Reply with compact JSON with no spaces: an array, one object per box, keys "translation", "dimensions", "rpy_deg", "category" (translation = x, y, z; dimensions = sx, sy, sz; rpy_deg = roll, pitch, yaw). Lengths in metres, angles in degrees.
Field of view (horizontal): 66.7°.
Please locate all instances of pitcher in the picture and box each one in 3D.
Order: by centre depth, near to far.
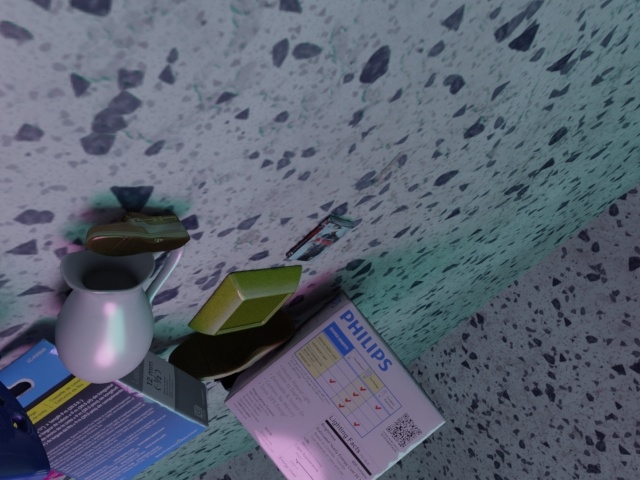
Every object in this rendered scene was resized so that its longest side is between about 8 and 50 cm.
[{"translation":[-0.271,0.090,0.675],"dimensions":[0.177,0.125,0.207],"rpy_deg":[-28,150,-47],"category":"pitcher"}]

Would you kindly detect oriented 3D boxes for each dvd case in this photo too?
[{"translation":[0.000,0.000,0.928],"dimensions":[0.119,0.013,0.087],"rpy_deg":[-41,154,21],"category":"dvd case"}]

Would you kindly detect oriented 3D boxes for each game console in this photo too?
[{"translation":[-0.222,0.376,1.342],"dimensions":[0.122,0.107,0.071],"rpy_deg":[-18,125,-27],"category":"game console"}]

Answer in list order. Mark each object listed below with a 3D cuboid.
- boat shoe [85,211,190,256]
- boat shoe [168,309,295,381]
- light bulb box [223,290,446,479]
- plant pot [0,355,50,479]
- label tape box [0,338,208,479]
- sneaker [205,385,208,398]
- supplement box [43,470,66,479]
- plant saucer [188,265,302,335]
[{"translation":[-0.226,-0.011,0.599],"dimensions":[0.050,0.045,0.135],"rpy_deg":[-35,161,29],"category":"boat shoe"},{"translation":[-0.193,0.243,1.071],"dimensions":[0.302,0.109,0.098],"rpy_deg":[-17,153,-41],"category":"boat shoe"},{"translation":[0.032,0.374,1.168],"dimensions":[0.361,0.358,0.225],"rpy_deg":[-39,-178,0],"category":"light bulb box"},{"translation":[-0.498,0.227,0.539],"dimensions":[0.235,0.212,0.236],"rpy_deg":[-31,157,-1],"category":"plant pot"},{"translation":[-0.404,0.281,0.843],"dimensions":[0.249,0.115,0.348],"rpy_deg":[-35,126,10],"category":"label tape box"},{"translation":[-0.407,0.426,1.184],"dimensions":[0.292,0.110,0.118],"rpy_deg":[-28,125,-33],"category":"sneaker"},{"translation":[-0.568,0.406,0.937],"dimensions":[0.111,0.114,0.220],"rpy_deg":[-38,154,19],"category":"supplement box"},{"translation":[-0.140,0.128,0.976],"dimensions":[0.188,0.045,0.188],"rpy_deg":[-4,145,-47],"category":"plant saucer"}]
